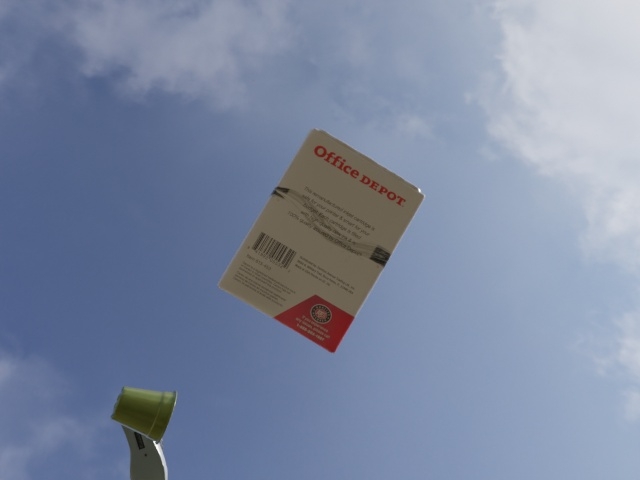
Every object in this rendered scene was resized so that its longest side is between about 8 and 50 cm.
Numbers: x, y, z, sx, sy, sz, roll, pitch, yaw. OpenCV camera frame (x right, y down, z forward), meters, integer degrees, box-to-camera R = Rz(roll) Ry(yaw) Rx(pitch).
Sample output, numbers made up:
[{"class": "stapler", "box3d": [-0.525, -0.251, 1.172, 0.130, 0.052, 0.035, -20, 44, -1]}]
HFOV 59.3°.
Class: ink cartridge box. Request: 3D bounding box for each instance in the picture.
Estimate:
[{"class": "ink cartridge box", "box3d": [0.000, 0.000, 0.747, 0.172, 0.100, 0.237, 31, -95, -3]}]

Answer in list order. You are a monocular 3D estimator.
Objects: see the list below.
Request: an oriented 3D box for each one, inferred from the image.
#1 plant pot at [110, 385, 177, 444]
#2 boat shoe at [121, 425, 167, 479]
[{"class": "plant pot", "box3d": [-0.271, 0.258, 0.854, 0.079, 0.083, 0.083, 22, -78, -17]}, {"class": "boat shoe", "box3d": [-0.310, 0.373, 1.026, 0.065, 0.083, 0.183, -15, -96, 1]}]
